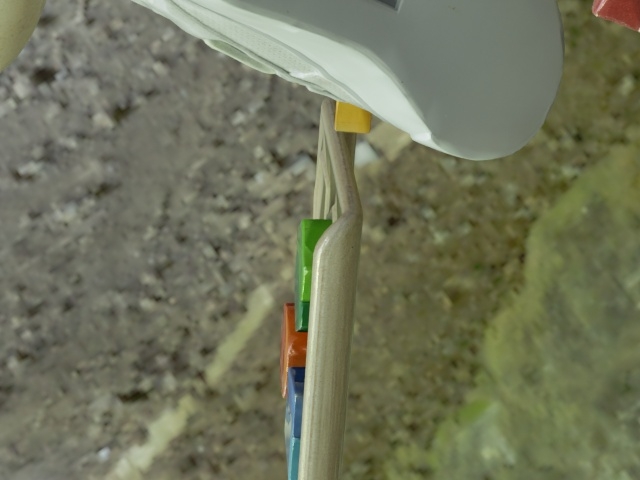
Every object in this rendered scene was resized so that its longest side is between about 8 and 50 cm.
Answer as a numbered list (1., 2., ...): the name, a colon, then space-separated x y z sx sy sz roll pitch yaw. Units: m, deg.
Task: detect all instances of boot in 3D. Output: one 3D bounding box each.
1. boot: -0.009 -0.111 0.589 0.258 0.123 0.095 25 90 -49

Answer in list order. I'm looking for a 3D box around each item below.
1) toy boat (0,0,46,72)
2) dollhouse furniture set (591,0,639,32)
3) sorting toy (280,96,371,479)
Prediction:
1. toy boat: -0.287 -0.262 1.028 0.148 0.318 0.267 -3 144 -30
2. dollhouse furniture set: 0.237 -0.296 0.969 0.152 0.374 0.201 14 171 -25
3. sorting toy: 0.000 0.000 0.849 0.229 0.041 0.307 -88 -178 -67
